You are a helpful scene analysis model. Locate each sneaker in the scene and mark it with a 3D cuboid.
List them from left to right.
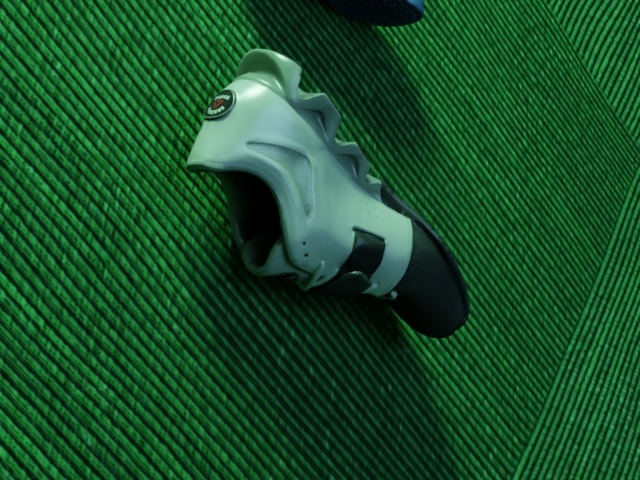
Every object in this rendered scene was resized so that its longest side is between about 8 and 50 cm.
[{"bbox_3d":[0.000,0.000,1.254,0.330,0.122,0.146,47,63,-25],"label":"sneaker"},{"bbox_3d":[0.017,-0.287,1.396,0.232,0.081,0.090,20,68,-40],"label":"sneaker"}]
